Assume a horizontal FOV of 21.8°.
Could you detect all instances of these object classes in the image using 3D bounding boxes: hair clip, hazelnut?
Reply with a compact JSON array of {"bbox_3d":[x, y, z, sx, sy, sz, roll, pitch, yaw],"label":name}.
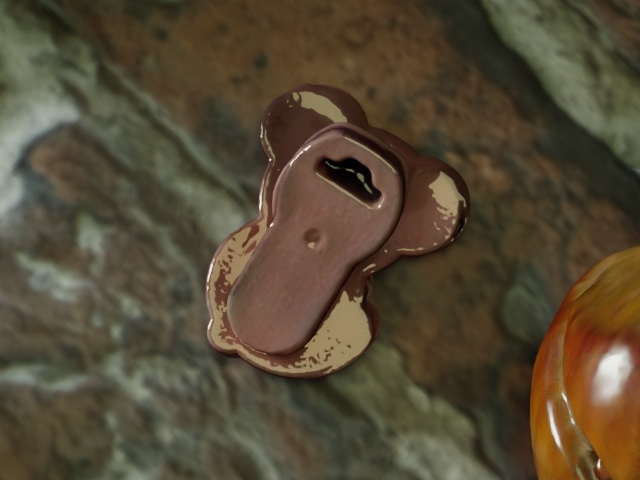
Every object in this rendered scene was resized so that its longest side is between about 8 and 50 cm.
[{"bbox_3d":[0.002,-0.001,0.875,0.123,0.102,0.138,28,106,7],"label":"hair clip"},{"bbox_3d":[0.179,0.083,0.798,0.182,0.182,0.182,1,73,-3],"label":"hazelnut"}]
